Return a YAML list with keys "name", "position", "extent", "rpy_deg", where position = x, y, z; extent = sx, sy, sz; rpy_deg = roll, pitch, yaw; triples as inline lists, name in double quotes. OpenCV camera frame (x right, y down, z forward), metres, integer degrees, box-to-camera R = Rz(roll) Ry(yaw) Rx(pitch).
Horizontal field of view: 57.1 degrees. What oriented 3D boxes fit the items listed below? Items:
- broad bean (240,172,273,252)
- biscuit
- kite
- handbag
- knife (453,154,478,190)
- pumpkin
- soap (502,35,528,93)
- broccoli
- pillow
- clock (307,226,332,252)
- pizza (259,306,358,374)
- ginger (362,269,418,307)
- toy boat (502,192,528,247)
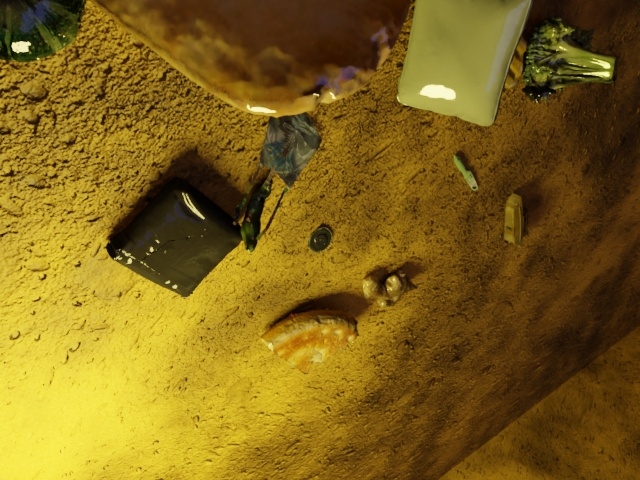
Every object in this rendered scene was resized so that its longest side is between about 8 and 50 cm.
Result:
- name: "broad bean"
  position: [-0.147, -0.060, 1.322]
  extent: [0.046, 0.061, 0.195]
  rpy_deg: [21, 69, -14]
- name: "biscuit"
  position: [-0.070, -0.423, 0.948]
  extent: [0.429, 0.446, 0.104]
  rpy_deg: [-53, 179, -1]
- name: "kite"
  position: [-0.090, -0.148, 1.289]
  extent: [0.169, 0.015, 0.309]
  rpy_deg: [32, 75, -46]
- name: "handbag"
  position: [-0.299, 0.006, 1.269]
  extent: [0.223, 0.080, 0.247]
  rpy_deg: [-47, 138, 0]
- name: "knife"
  position: [0.441, -0.205, 1.775]
  extent: [0.030, 0.014, 0.207]
  rpy_deg: [-48, 140, 1]
- name: "pumpkin"
  position: [-0.433, -0.350, 0.838]
  extent: [0.191, 0.146, 0.190]
  rpy_deg: [-3, 112, -7]
- name: "soap"
  position: [0.440, -0.480, 1.513]
  extent: [0.258, 0.080, 0.160]
  rpy_deg: [24, 106, -47]
- name: "broccoli"
  position: [0.671, -0.468, 1.589]
  extent: [0.246, 0.243, 0.263]
  rpy_deg: [-63, 146, -10]
- name: "pillow"
  position: [0.320, -0.440, 1.348]
  extent: [0.120, 0.256, 0.322]
  rpy_deg: [-52, 155, -55]
- name: "clock"
  position: [0.000, 0.000, 1.564]
  extent: [0.074, 0.010, 0.083]
  rpy_deg: [-45, 138, -4]
- name: "pizza"
  position: [-0.036, 0.291, 1.701]
  extent: [0.336, 0.086, 0.226]
  rpy_deg: [-4, 127, -36]
- name: "ginger"
  position: [0.206, 0.138, 1.808]
  extent: [0.133, 0.059, 0.214]
  rpy_deg: [-45, 137, 9]
- name: "toy boat"
  position: [0.678, -0.071, 2.037]
  extent: [0.088, 0.068, 0.225]
  rpy_deg: [-35, 134, -21]
